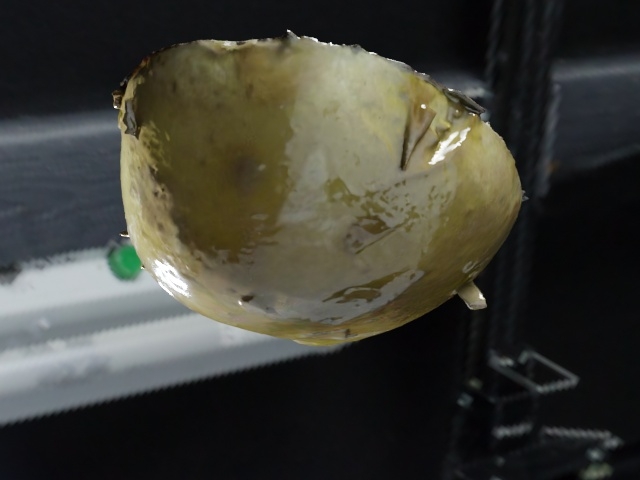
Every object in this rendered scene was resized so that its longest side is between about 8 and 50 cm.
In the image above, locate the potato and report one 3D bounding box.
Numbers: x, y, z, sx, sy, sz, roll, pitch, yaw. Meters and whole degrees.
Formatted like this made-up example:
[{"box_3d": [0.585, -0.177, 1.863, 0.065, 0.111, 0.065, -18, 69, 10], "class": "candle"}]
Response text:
[{"box_3d": [0.000, 0.000, 0.929, 0.299, 0.239, 0.116, 66, -156, -65], "class": "potato"}]
